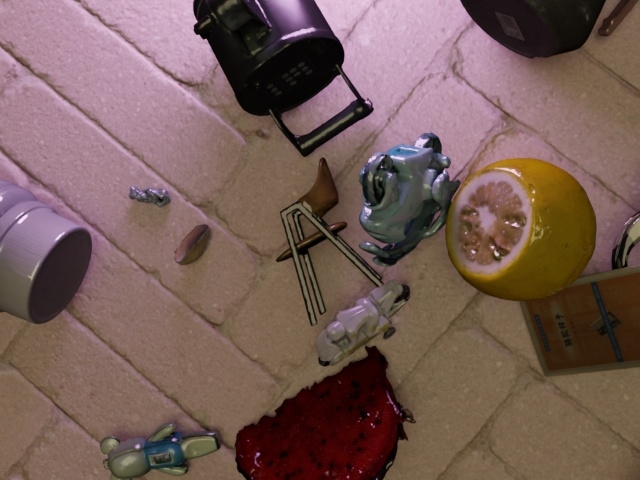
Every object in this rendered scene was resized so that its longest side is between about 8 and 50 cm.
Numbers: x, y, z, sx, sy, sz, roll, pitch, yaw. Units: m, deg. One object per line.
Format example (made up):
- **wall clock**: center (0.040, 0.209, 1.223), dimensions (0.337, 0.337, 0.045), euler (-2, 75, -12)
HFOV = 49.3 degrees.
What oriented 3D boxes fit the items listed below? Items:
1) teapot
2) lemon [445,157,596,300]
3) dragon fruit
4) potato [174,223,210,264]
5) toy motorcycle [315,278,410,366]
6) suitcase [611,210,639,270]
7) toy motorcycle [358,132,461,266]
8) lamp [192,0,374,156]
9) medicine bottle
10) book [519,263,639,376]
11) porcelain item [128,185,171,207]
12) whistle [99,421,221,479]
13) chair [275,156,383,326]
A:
- **teapot**: center (0.427, -0.482, 1.158), dimensions (0.300, 0.253, 0.344), euler (39, 92, -27)
- **lemon**: center (0.347, -0.014, 1.171), dimensions (0.240, 0.219, 0.240), euler (-16, 69, 50)
- **dragon fruit**: center (0.017, 0.386, 1.264), dimensions (0.343, 0.282, 0.100), euler (-30, 128, 8)
- **potato**: center (-0.247, 0.011, 1.363), dimensions (0.037, 0.036, 0.093), euler (27, 75, 43)
- **toy motorcycle**: center (0.065, 0.153, 1.257), dimensions (0.228, 0.151, 0.074), euler (-42, 64, 15)
- **suitcase**: center (0.662, 0.032, 1.142), dimensions (0.339, 0.194, 0.352), euler (-6, 90, 11)
- **toy motorcycle**: center (0.140, -0.071, 1.184), dimensions (0.154, 0.260, 0.206), euler (17, 118, 30)
- **lamp**: center (-0.090, -0.367, 1.236), dimensions (0.205, 0.374, 0.272), euler (-31, 55, 14)
- **medicine bottle**: center (-0.616, 0.007, 1.309), dimensions (0.306, 0.245, 0.245), euler (22, 94, 7)
- **book**: center (0.466, 0.142, 1.191), dimensions (0.241, 0.018, 0.170), euler (-20, 87, 45)
- **porcelain item**: center (-0.334, -0.088, 1.374), dimensions (0.083, 0.028, 0.036), euler (11, 110, 7)
- **whistle**: center (-0.310, 0.411, 1.361), dimensions (0.235, 0.077, 0.114), euler (-14, 98, 3)
- **chair**: center (0.000, 0.000, 1.260), dimensions (0.172, 0.159, 0.247), euler (-32, 88, 5)
